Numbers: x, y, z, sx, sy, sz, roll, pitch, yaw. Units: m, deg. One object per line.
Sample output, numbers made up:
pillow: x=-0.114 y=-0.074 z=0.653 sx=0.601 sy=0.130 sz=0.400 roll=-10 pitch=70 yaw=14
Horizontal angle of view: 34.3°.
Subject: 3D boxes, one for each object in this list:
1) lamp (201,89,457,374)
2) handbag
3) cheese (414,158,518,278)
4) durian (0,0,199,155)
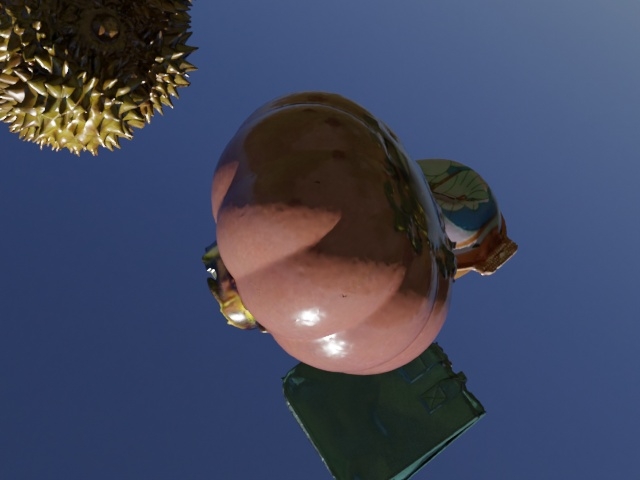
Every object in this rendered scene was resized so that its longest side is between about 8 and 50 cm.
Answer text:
lamp: x=0.000 y=0.000 z=1.070 sx=0.305 sy=0.240 sz=0.305 roll=53 pitch=-159 yaw=-32
handbag: x=0.106 y=0.271 z=1.750 sx=0.268 sy=0.274 sz=0.100 roll=52 pitch=-172 yaw=25
cheese: x=0.113 y=-0.048 z=1.413 sx=0.329 sy=0.129 sz=0.217 roll=33 pitch=-134 yaw=27
durian: x=-0.141 y=-0.132 z=0.608 sx=0.137 sy=0.158 sz=0.168 roll=38 pitch=173 yaw=-34
